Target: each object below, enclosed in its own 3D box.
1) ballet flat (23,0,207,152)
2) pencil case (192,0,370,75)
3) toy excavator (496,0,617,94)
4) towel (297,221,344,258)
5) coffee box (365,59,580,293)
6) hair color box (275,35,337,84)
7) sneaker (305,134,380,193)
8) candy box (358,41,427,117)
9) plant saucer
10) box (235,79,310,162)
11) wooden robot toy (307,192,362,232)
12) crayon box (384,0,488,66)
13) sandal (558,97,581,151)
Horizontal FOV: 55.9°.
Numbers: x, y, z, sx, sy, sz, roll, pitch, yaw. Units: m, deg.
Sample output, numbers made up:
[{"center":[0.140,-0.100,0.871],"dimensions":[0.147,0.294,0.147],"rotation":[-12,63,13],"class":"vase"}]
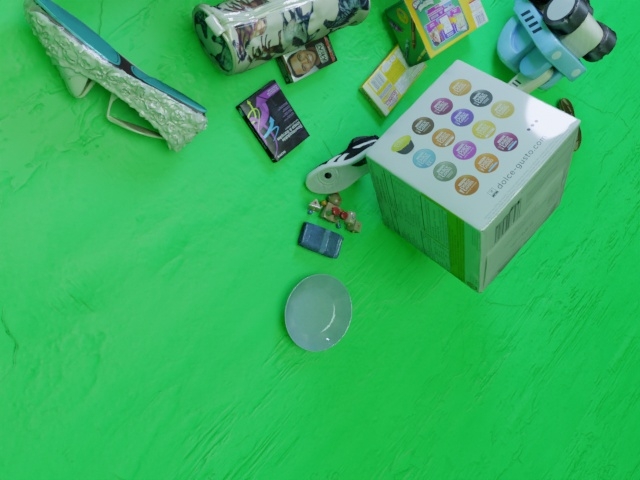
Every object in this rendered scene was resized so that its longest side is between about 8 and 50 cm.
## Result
[{"center":[-0.417,-0.311,1.208],"dimensions":[0.409,0.147,0.147],"rotation":[33,76,-27],"class":"ballet flat"},{"center":[-0.082,-0.505,1.348],"dimensions":[0.410,0.183,0.160],"rotation":[-29,83,-23],"class":"pencil case"},{"center":[0.609,-0.493,1.751],"dimensions":[0.222,0.445,0.433],"rotation":[20,44,-37],"class":"toy excavator"},{"center":[0.000,0.000,1.518],"dimensions":[0.119,0.029,0.067],"rotation":[22,81,-30],"class":"towel"},{"center":[0.355,-0.148,1.446],"dimensions":[0.337,0.334,0.338],"rotation":[-46,152,-11],"class":"coffee box"},{"center":[-0.033,-0.441,1.466],"dimensions":[0.141,0.043,0.072],"rotation":[-34,113,-24],"class":"hair color box"},{"center":[0.062,-0.195,1.521],"dimensions":[0.217,0.121,0.079],"rotation":[-22,120,7],"class":"sneaker"},{"center":[0.195,-0.437,1.610],"dimensions":[0.105,0.027,0.206],"rotation":[47,70,-25],"class":"candy box"},{"center":[-0.011,0.179,1.515],"dimensions":[0.195,0.037,0.195],"rotation":[-2,93,-31],"class":"plant saucer"},{"center":[-0.111,-0.283,1.439],"dimensions":[0.116,0.029,0.162],"rotation":[-43,113,-21],"class":"box"},{"center":[0.045,-0.084,1.519],"dimensions":[0.173,0.076,0.079],"rotation":[25,69,-29],"class":"wooden robot toy"},{"center":[0.317,-0.606,1.625],"dimensions":[0.278,0.081,0.165],"rotation":[-37,108,-29],"class":"crayon box"},{"center":[0.800,-0.372,1.959],"dimensions":[0.072,0.049,0.180],"rotation":[-9,82,-35],"class":"sandal"}]
